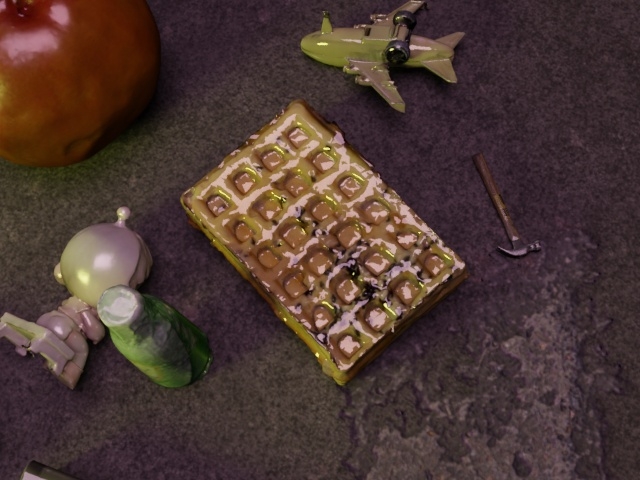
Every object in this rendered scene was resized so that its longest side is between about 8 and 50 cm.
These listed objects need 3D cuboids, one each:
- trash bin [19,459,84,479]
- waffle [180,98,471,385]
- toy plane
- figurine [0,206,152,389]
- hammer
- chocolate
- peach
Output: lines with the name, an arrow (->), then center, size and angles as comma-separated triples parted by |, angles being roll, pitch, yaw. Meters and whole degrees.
trash bin -> -0.296, 0.412, 1.271 | 0.241, 0.122, 0.164 | 16, 71, 8
waffle -> 0.000, 0.000, 1.404 | 0.261, 0.114, 0.376 | -39, 72, -11
toy plane -> 0.096, -0.306, 1.526 | 0.256, 0.104, 0.241 | 12, 56, 1
figurine -> -0.344, 0.069, 1.391 | 0.144, 0.182, 0.256 | 39, 72, -20
hammer -> 0.270, -0.054, 1.459 | 0.062, 0.017, 0.182 | -20, 68, -4
chocolate -> -0.226, 0.124, 1.280 | 0.110, 0.291, 0.110 | -2, 71, 6
peach -> -0.410, -0.283, 1.437 | 0.343, 0.301, 0.342 | -2, 70, 5
